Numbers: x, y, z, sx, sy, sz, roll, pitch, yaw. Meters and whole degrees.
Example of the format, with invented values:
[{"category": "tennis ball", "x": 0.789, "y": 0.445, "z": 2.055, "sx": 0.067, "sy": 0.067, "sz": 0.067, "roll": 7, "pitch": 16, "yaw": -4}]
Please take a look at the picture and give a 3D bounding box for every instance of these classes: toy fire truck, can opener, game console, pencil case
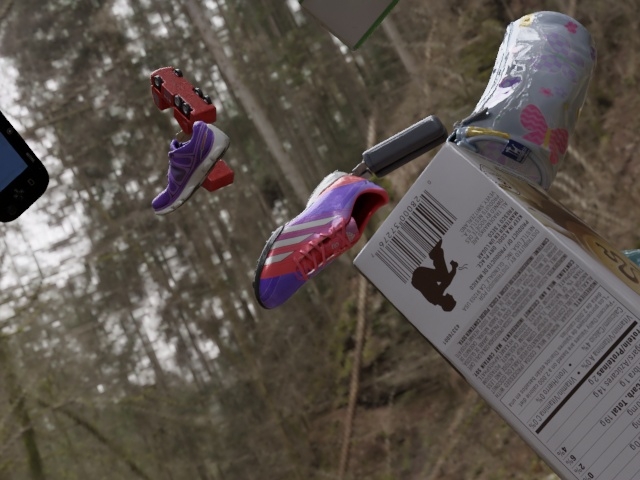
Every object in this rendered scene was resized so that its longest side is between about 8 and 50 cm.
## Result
[{"category": "toy fire truck", "x": -0.212, "y": -0.184, "z": 1.615, "sx": 0.047, "sy": 0.192, "sz": 0.135, "roll": -25, "pitch": -38, "yaw": -30}, {"category": "can opener", "x": 0.125, "y": -0.134, "z": 1.915, "sx": 0.283, "sy": 0.095, "sz": 0.076, "roll": -28, "pitch": -20, "yaw": 13}, {"category": "game console", "x": -0.487, "y": -0.191, "z": 1.312, "sx": 0.213, "sy": 0.361, "sz": 0.044, "roll": -44, "pitch": 33, "yaw": -19}, {"category": "pencil case", "x": 0.235, "y": -0.152, "z": 1.136, "sx": 0.273, "sy": 0.124, "sz": 0.113, "roll": -58, "pitch": -7, "yaw": -39}]

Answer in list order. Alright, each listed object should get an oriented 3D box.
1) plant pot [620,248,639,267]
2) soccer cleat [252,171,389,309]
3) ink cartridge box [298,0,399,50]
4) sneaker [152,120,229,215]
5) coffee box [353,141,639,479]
[{"category": "plant pot", "x": 0.385, "y": 0.184, "z": 1.159, "sx": 0.290, "sy": 0.290, "sz": 0.195, "roll": -34, "pitch": 19, "yaw": 40}, {"category": "soccer cleat", "x": 0.000, "y": 0.000, "z": 1.743, "sx": 0.116, "sy": 0.108, "sz": 0.318, "roll": 14, "pitch": 52, "yaw": 35}, {"category": "ink cartridge box", "x": 0.080, "y": -0.339, "z": 1.137, "sx": 0.160, "sy": 0.092, "sz": 0.219, "roll": -46, "pitch": 10, "yaw": 35}, {"category": "sneaker", "x": -0.197, "y": -0.107, "z": 1.425, "sx": 0.170, "sy": 0.071, "sz": 0.068, "roll": -49, "pitch": 3, "yaw": 28}, {"category": "coffee box", "x": 0.188, "y": 0.075, "z": 0.680, "sx": 0.119, "sy": 0.297, "sz": 0.168, "roll": -53, "pitch": -28, "yaw": 16}]
